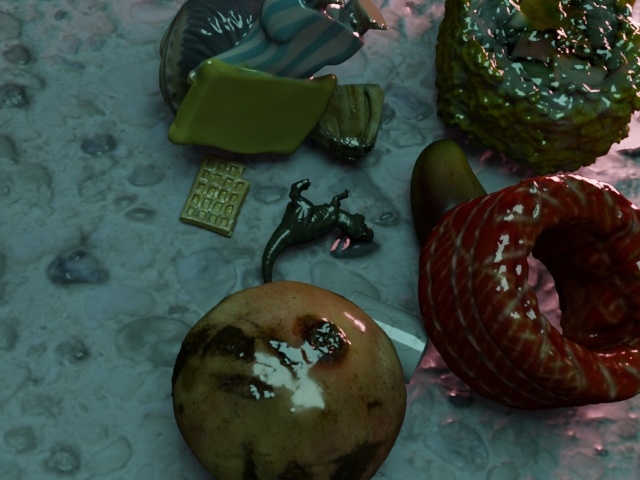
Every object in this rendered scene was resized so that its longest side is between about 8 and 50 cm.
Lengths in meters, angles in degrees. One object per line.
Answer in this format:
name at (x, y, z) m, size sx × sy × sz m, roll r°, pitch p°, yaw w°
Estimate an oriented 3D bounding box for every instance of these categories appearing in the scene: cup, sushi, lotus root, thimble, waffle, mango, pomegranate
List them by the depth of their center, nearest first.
pomegranate at (-0.042, 0.205, 1.690) m, size 0.322 × 0.322 × 0.322 m, roll 4°, pitch 58°, yaw -7°
thimble at (0.325, 0.072, 1.796) m, size 0.350 × 0.230 × 0.350 m, roll 7°, pitch 75°, yaw -29°
cup at (0.085, 0.157, 1.839) m, size 0.133 × 0.099 × 0.136 m, roll 24°, pitch 57°, yaw 4°
mango at (0.214, -0.035, 1.970) m, size 0.133 × 0.111 × 0.267 m, roll -8°, pitch 65°, yaw -4°
waffle at (-0.163, -0.074, 1.987) m, size 0.092 × 0.021 × 0.135 m, roll 18°, pitch 59°, yaw 3°
lotus root at (0.035, -0.190, 2.063) m, size 0.143 × 0.070 × 0.144 m, roll 5°, pitch 54°, yaw -14°
sushi at (0.376, -0.311, 2.092) m, size 0.351 × 0.240 × 0.396 m, roll 7°, pitch 55°, yaw -4°

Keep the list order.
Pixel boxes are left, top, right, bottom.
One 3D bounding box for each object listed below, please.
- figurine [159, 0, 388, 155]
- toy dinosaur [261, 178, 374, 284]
figurine at (-0.117, -0.365, 1.980) m, size 0.266 × 0.361 × 0.377 m, roll 17°, pitch 41°, yaw -45°
toy dinosaur at (0.000, 0.000, 1.929) m, size 0.187 × 0.087 × 0.179 m, roll -2°, pitch 58°, yaw -9°
